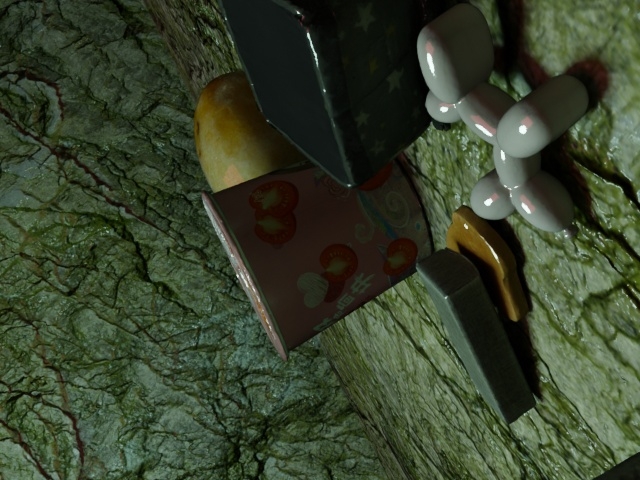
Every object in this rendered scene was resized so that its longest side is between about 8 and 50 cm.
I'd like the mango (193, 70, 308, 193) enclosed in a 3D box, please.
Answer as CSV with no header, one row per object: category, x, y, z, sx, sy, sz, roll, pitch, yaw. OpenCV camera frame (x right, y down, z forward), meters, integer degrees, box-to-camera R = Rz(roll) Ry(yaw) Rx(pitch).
mango,-0.074,-0.100,1.156,0.221,0.198,0.384,39,-152,-69

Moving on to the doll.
doll,0.134,-0.074,0.543,0.161,0.059,0.160,46,165,25

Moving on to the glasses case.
glasses case,0.168,0.102,0.776,0.205,0.047,0.071,59,175,-32

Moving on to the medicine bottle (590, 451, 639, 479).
medicine bottle,0.266,0.313,0.545,0.273,0.165,0.165,59,169,24

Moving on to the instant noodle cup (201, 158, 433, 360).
instant noodle cup,0.000,0.000,0.954,0.243,0.231,0.243,62,171,18

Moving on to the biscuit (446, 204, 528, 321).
biscuit,0.169,0.028,0.740,0.118,0.023,0.140,55,170,17

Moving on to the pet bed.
pet bed,0.023,-0.182,0.634,0.183,0.159,0.211,42,163,38
